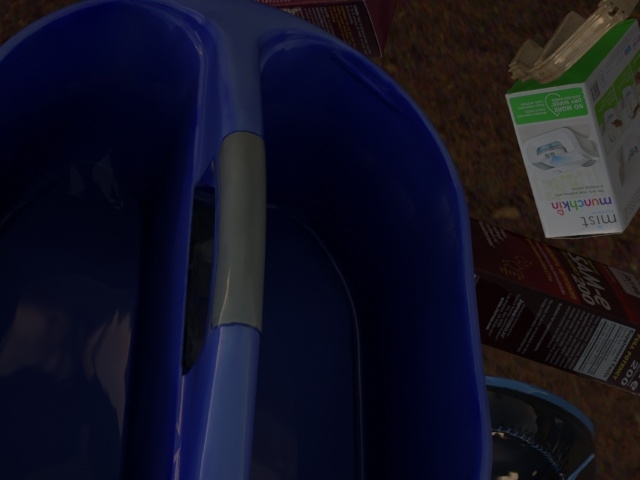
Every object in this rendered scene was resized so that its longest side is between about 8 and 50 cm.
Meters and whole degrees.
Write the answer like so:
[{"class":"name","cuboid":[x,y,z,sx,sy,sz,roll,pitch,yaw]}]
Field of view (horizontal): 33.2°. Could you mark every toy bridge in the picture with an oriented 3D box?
[{"class":"toy bridge","cuboid":[0.207,-0.167,0.924,0.026,0.188,0.063,36,74,-8]}]

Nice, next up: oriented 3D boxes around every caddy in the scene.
[{"class":"caddy","cuboid":[-0.053,0.036,0.486,0.241,0.341,0.179,8,146,-14]}]

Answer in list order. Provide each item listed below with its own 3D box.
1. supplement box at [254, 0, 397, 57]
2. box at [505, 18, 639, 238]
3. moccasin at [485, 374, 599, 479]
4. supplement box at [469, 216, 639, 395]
[{"class":"supplement box","cuboid":[-0.004,-0.134,0.604,0.083,0.055,0.043,2,143,21]},{"class":"box","cuboid":[0.399,-0.165,1.564,0.127,0.262,0.231,-4,117,35]},{"class":"moccasin","cuboid":[0.186,0.217,0.941,0.138,0.116,0.342,4,155,33]},{"class":"supplement box","cuboid":[0.193,0.051,1.005,0.239,0.130,0.073,19,112,-11]}]
